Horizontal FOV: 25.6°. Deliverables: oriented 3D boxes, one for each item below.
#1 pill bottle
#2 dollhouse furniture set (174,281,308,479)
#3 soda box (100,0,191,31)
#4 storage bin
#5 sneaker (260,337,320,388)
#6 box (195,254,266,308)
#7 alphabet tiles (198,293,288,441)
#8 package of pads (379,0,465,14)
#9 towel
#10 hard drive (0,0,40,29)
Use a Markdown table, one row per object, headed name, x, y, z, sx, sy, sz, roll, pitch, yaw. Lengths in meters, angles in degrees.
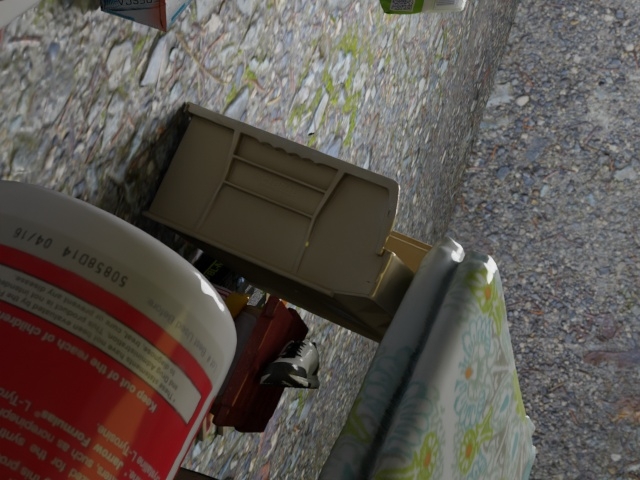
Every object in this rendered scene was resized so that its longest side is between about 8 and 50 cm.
| name | x | y | z | sx | sy | sz | roll | pitch | yaw |
| --- | --- | --- | --- | --- | --- | --- | --- | --- | --- |
| pill bottle | -0.235 | 0.183 | 0.911 | 0.229 | 0.229 | 0.407 | 83 | 29 | -61 |
| dollhouse furniture set | -0.176 | 0.192 | 1.215 | 0.152 | 0.201 | 0.374 | 50 | 62 | -74 |
| soda box | -0.111 | -0.249 | 1.147 | 0.058 | 0.063 | 0.183 | 95 | 21 | -47 |
| storage bin | 0.000 | 0.000 | 1.414 | 0.123 | 0.260 | 0.262 | -64 | 154 | -8 |
| sneaker | -0.025 | 0.103 | 1.182 | 0.109 | 0.040 | 0.043 | 28 | 66 | -80 |
| box | -0.119 | 0.098 | 1.600 | 0.190 | 0.045 | 0.184 | -50 | 155 | -47 |
| alphabet tiles | -0.088 | 0.085 | 1.800 | 0.342 | 0.011 | 0.285 | 95 | 19 | -45 |
| package of pads | 0.098 | -0.400 | 1.423 | 0.296 | 0.101 | 0.229 | -102 | -165 | -47 |
| towel | 0.095 | 0.229 | 1.289 | 0.374 | 0.090 | 0.320 | -63 | 148 | -37 |
| hard drive | -0.203 | -0.230 | 0.863 | 0.318 | 0.040 | 0.210 | -53 | 158 | -51 |
